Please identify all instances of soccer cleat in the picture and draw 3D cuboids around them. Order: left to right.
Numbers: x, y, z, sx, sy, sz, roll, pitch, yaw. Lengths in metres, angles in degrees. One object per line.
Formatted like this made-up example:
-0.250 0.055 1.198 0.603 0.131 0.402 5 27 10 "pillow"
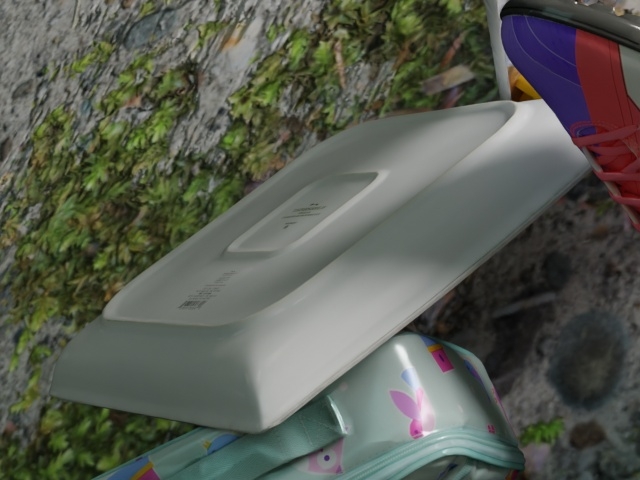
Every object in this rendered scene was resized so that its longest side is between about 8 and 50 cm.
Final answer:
0.223 -0.033 1.010 0.116 0.318 0.108 -61 24 -4 "soccer cleat"

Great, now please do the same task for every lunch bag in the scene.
-0.019 0.164 1.088 0.279 0.224 0.108 -29 73 13 "lunch bag"

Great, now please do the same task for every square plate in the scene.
0.000 0.000 1.146 0.344 0.049 0.347 -37 16 -25 "square plate"

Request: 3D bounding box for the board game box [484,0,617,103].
0.249 -0.274 1.121 0.050 0.390 0.390 38 85 14 "board game box"
